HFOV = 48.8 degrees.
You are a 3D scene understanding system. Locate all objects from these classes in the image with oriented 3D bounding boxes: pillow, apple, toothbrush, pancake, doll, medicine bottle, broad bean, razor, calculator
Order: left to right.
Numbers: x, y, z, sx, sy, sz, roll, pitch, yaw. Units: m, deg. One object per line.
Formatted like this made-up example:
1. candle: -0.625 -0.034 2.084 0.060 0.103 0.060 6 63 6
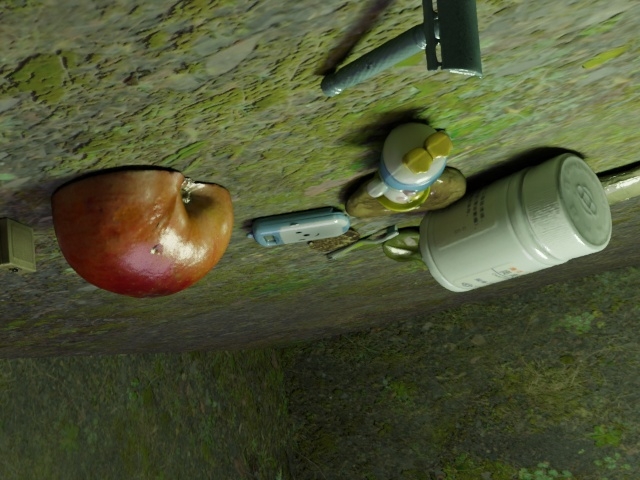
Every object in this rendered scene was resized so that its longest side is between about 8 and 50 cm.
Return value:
1. apple: -0.273 0.006 1.135 0.251 0.163 0.292 -17 166 36
2. calculator: -0.045 -0.025 1.414 0.210 0.039 0.121 -8 165 0
3. pancake: 0.000 0.000 1.589 0.184 0.020 0.190 -7 165 -11
4. toothbrush: 0.095 0.013 1.683 0.022 0.026 0.263 9 158 -35
5. razor: 0.069 -0.192 0.736 0.068 0.106 0.232 0 173 -32
6. pancake: 0.154 -0.076 1.308 0.241 0.050 0.242 -7 166 -2
7. doll: 0.133 -0.107 1.077 0.098 0.135 0.241 19 166 5
8. broad bean: 0.249 0.013 1.691 0.206 0.073 0.153 6 148 -42
9. medicine bottle: 0.367 -0.027 1.349 0.189 0.190 0.332 2 163 -38
10. pillow: 0.620 -0.113 1.445 0.208 0.053 0.119 -17 161 29

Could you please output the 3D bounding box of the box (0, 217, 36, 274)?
1. box: -0.510 0.013 1.173 0.035 0.083 0.079 -11 165 7
